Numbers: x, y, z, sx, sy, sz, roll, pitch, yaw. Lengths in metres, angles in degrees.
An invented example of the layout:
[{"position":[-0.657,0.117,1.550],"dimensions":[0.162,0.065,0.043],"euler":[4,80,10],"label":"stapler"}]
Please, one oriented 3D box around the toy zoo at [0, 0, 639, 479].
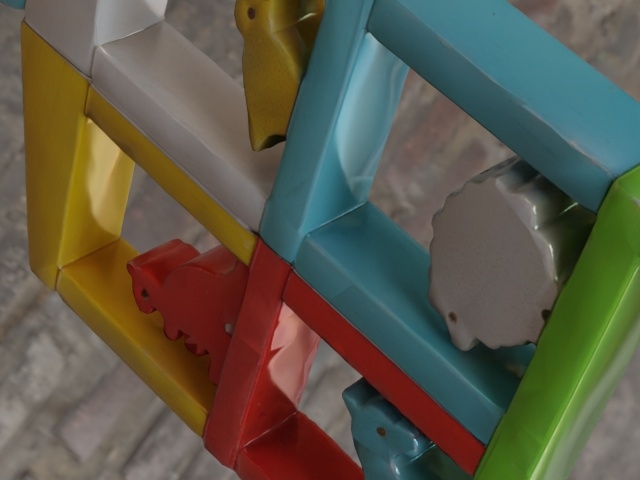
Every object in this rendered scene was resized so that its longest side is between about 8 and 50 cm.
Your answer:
[{"position":[0.000,0.000,0.472],"dimensions":[0.030,0.293,0.192],"euler":[-28,149,-37],"label":"toy zoo"}]
